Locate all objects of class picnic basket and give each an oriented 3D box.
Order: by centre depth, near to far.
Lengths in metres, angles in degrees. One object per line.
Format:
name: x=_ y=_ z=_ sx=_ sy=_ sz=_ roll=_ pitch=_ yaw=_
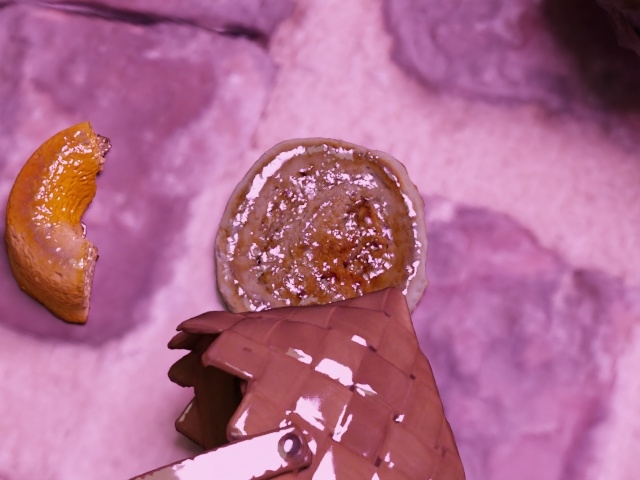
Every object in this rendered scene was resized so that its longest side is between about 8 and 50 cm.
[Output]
picnic basket: x=-0.036 y=0.100 z=0.603 sx=0.178 sy=0.128 sz=0.137 roll=-14 pitch=70 yaw=-14

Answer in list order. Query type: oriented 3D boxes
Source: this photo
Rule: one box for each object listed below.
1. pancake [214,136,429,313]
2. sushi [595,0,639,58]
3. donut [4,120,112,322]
pancake: x=0.000 y=-0.001 z=0.696 sx=0.108 sy=0.017 sz=0.108 roll=1 pitch=73 yaw=-3
sushi: x=0.284 y=-0.193 z=0.637 sx=0.417 sy=0.176 sz=0.417 roll=0 pitch=89 yaw=-11
donut: x=-0.115 y=-0.014 z=0.691 sx=0.067 sy=0.038 sz=0.083 roll=34 pitch=77 yaw=14
